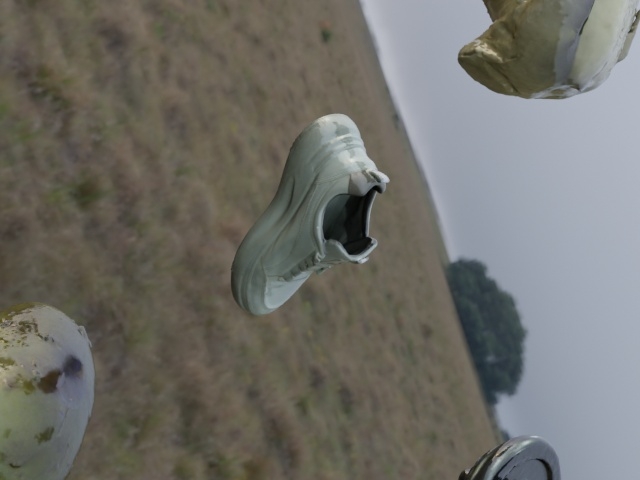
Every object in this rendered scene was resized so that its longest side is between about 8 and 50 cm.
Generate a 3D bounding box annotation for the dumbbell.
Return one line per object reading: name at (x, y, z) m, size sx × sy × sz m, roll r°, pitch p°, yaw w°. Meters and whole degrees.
dumbbell at (0.280, 0.348, 1.393) m, size 0.290 × 0.192 × 0.192 m, roll 24°, pitch -32°, yaw 42°

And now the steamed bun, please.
steamed bun at (0.277, -0.349, 1.372) m, size 0.325 × 0.230 × 0.372 m, roll -15°, pitch 120°, yaw -74°

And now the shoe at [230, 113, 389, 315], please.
shoe at (0.000, 0.000, 1.531) m, size 0.159 × 0.124 × 0.316 m, roll 43°, pitch -56°, yaw 33°

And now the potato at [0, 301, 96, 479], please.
potato at (-0.361, 0.192, 1.379) m, size 0.307 × 0.173 × 0.210 m, roll -80°, pitch 146°, yaw -60°
